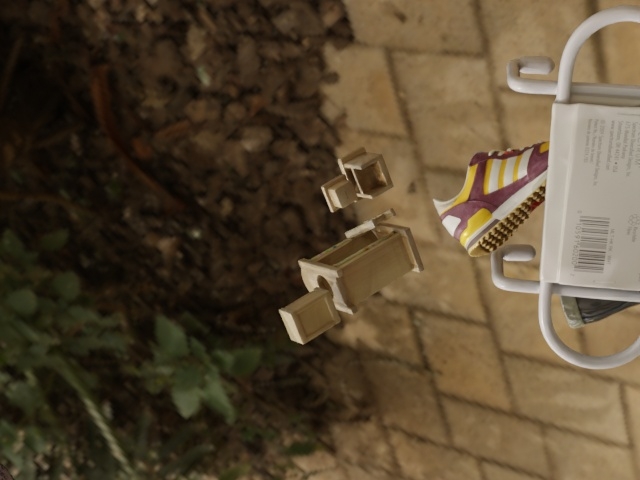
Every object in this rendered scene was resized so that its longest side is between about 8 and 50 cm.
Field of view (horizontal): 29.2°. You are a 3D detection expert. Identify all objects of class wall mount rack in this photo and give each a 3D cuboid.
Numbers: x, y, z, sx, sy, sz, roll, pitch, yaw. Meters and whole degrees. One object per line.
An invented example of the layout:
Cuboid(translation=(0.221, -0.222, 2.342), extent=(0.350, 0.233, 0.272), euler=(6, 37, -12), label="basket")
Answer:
Cuboid(translation=(0.320, -0.055, 1.156), extent=(0.304, 0.130, 0.350), euler=(4, 113, 7), label="wall mount rack")

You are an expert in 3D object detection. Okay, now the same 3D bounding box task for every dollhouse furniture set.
Cuboid(translation=(0.000, 0.000, 1.433), extent=(0.101, 0.182, 0.161), euler=(13, 129, 59), label="dollhouse furniture set")

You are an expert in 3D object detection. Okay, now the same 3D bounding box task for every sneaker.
Cuboid(translation=(0.193, -0.071, 1.206), extent=(0.084, 0.185, 0.069), euler=(52, -170, 22), label="sneaker")
Cuboid(translation=(0.294, -0.013, 1.247), extent=(0.118, 0.222, 0.083), euler=(-14, 140, 16), label="sneaker")

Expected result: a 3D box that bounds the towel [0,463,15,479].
Cuboid(translation=(-0.229, 0.095, 0.557), extent=(0.308, 0.076, 0.227), euler=(53, 175, -15), label="towel")
